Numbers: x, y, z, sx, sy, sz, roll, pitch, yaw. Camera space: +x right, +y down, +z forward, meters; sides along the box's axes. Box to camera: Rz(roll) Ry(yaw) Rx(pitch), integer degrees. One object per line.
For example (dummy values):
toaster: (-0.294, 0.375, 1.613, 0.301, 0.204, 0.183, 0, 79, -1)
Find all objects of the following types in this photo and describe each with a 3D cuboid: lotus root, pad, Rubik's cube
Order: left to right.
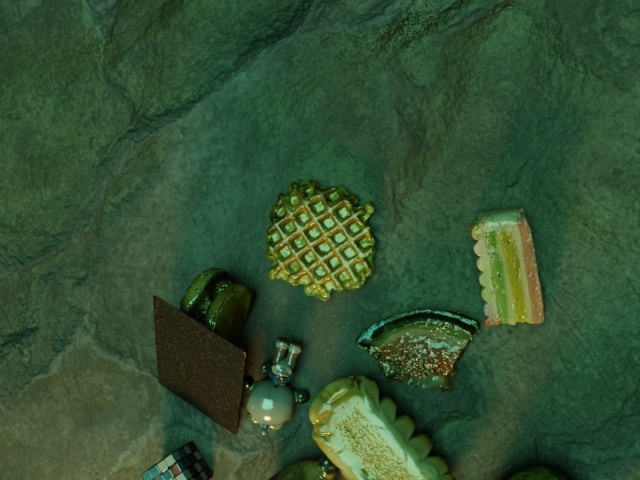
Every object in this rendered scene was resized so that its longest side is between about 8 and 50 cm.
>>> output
Rubik's cube: (-0.305, 0.503, 1.347, 0.092, 0.092, 0.092, -39, 78, 13)
pad: (-0.247, 0.260, 1.271, 0.220, 0.004, 0.330, 29, 138, 15)
lotus root: (-0.039, 0.510, 1.249, 0.214, 0.138, 0.138, -45, 77, 11)

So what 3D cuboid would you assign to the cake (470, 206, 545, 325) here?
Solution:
cake: (0.343, 0.050, 1.161, 0.110, 0.090, 0.225, -9, 87, 13)

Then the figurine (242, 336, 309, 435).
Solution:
figurine: (-0.090, 0.296, 1.290, 0.147, 0.093, 0.197, 17, 86, -5)

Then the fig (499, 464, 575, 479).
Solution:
fig: (0.342, 0.518, 1.113, 0.275, 0.206, 0.206, -39, 76, 42)

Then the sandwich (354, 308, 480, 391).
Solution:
sandwich: (0.179, 0.205, 1.210, 0.235, 0.079, 0.159, 8, 91, 17)

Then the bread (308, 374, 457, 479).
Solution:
bread: (0.114, 0.397, 1.204, 0.173, 0.121, 0.311, -41, 78, 8)

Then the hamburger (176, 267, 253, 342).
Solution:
hamburger: (-0.224, 0.154, 1.289, 0.113, 0.177, 0.185, 26, 110, 9)

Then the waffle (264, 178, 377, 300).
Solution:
waffle: (0.000, 0.000, 1.290, 0.238, 0.059, 0.243, 9, 94, 14)
